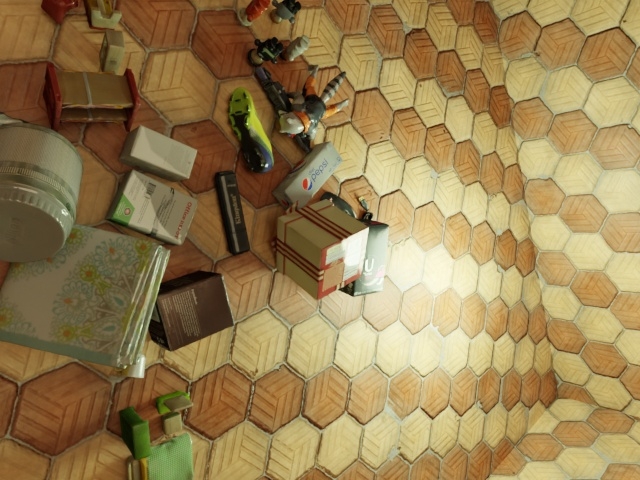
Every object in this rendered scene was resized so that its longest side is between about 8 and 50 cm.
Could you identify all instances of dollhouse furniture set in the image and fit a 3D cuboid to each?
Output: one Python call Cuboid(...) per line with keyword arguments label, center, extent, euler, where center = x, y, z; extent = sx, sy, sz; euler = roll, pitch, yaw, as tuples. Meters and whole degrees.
Cuboid(label="dollhouse furniture set", center=(-0.626, -0.484, 1.194), extent=(0.201, 0.152, 0.374), euler=(-9, 79, -37))
Cuboid(label="dollhouse furniture set", center=(-0.448, 0.623, 1.308), extent=(0.197, 0.151, 0.302), euler=(-7, 95, -37))

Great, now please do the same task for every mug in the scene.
Cuboid(label="mug", center=(-0.539, 0.356, 1.296), extent=(0.078, 0.062, 0.064), euler=(24, 68, -42))

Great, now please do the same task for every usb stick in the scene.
Cuboid(label="usb stick", center=(-0.290, -0.090, 1.492), extent=(0.077, 0.045, 0.278), euler=(-15, 99, -36))

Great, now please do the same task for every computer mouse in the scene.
Cuboid(label="computer mouse", center=(0.120, -0.123, 1.799), extent=(0.262, 0.060, 0.184), euler=(47, 65, -28))

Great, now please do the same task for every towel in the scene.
Cuboid(label="towel", center=(-0.596, 0.126, 1.130), extent=(0.374, 0.090, 0.321), euler=(13, 77, 0))

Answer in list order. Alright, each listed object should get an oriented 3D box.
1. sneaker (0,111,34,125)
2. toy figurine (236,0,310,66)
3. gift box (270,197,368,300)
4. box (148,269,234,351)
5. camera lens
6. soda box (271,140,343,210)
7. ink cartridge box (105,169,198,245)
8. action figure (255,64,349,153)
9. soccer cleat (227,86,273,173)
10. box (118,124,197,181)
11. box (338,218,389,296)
Cuboid(label="sneaker", center=(-0.753, -0.260, 1.122), extent=(0.211, 0.080, 0.081), euler=(18, 86, -27))
Cuboid(label="toy figurine", center=(-0.160, -0.708, 1.534), extent=(0.209, 0.148, 0.213), euler=(-27, 104, -40))
Cuboid(label="gift box", center=(0.000, 0.000, 1.563), extent=(0.255, 0.258, 0.276), euler=(-20, 131, -39))
Cuboid(label="box", center=(-0.395, 0.199, 1.335), extent=(0.203, 0.168, 0.167), euler=(-18, 101, -36))
Cuboid(label="camera lens", center=(-0.673, -0.115, 1.032), extent=(0.219, 0.219, 0.274), euler=(19, 38, -36))
Cuboid(label="soda box", center=(-0.044, -0.235, 1.651), extent=(0.286, 0.091, 0.098), euler=(-52, 120, -25))
Cuboid(label="ink cartridge box", center=(-0.485, -0.089, 1.315), extent=(0.208, 0.087, 0.153), euler=(27, 74, -34))
Cuboid(label="action figure", center=(-0.058, -0.504, 1.593), extent=(0.341, 0.178, 0.330), euler=(51, 53, -27))
Cuboid(label="soccer cleat", center=(-0.231, -0.367, 1.527), extent=(0.121, 0.093, 0.289), euler=(-31, 107, -65))
Cuboid(label="box", center=(-0.467, -0.244, 1.301), extent=(0.170, 0.130, 0.091), euler=(22, 78, -36))
Cuboid(label="box", center=(0.149, 0.061, 1.740), extent=(0.165, 0.143, 0.270), euler=(-7, 105, -38))
